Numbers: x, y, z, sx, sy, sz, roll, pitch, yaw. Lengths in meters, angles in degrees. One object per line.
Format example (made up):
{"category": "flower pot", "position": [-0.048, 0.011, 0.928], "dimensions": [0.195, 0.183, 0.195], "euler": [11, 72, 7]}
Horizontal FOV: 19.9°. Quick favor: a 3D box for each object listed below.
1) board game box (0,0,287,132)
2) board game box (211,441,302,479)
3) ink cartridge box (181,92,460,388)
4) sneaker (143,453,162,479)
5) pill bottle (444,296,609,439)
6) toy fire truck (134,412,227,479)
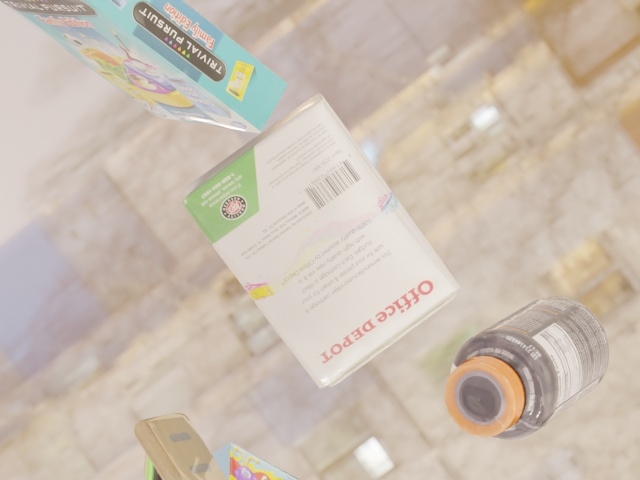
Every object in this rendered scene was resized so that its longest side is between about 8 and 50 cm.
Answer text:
{"category": "board game box", "position": [-0.241, -0.260, 2.273], "dimensions": [0.336, 0.079, 0.253], "euler": [36, 166, -34]}
{"category": "board game box", "position": [-0.089, 0.375, 1.875], "dimensions": [0.142, 0.144, 0.275], "euler": [32, -141, -32]}
{"category": "ink cartridge box", "position": [0.000, 0.000, 1.618], "dimensions": [0.212, 0.154, 0.093], "euler": [53, -177, -8]}
{"category": "sneaker", "position": [-0.079, 0.450, 2.513], "dimensions": [0.483, 0.202, 0.185], "euler": [56, -170, 18]}
{"category": "pill bottle", "position": [0.232, 0.152, 2.112], "dimensions": [0.130, 0.130, 0.245], "euler": [55, -149, 9]}
{"category": "toy fire truck", "position": [-0.038, 0.237, 1.174], "dimensions": [0.217, 0.158, 0.246], "euler": [-14, -69, -75]}
